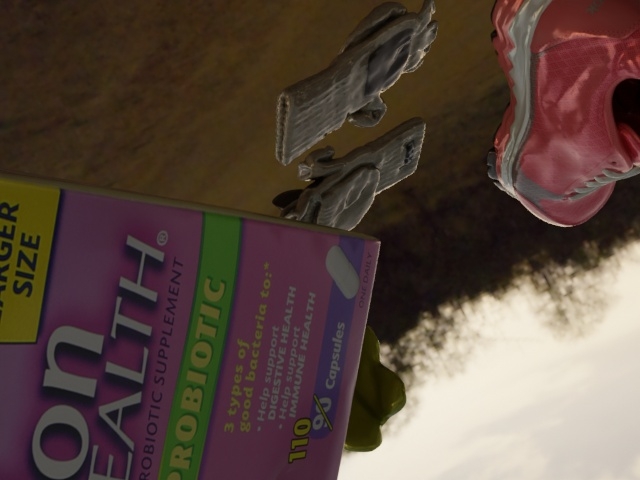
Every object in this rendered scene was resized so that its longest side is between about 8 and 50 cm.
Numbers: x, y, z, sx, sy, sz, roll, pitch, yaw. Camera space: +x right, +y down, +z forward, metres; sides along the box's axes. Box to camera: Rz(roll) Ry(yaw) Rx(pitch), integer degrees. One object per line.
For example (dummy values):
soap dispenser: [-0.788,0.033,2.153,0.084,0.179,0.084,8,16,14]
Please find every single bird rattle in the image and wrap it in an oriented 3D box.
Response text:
bird rattle: [-0.045,0.152,0.856,0.206,0.143,0.253,-69,-168,-17]

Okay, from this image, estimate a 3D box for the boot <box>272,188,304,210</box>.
boot: [0.000,0.000,1.150,0.106,0.114,0.037,18,-129,45]

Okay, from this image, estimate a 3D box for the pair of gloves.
pair of gloves: [0.026,-0.099,0.911,0.204,0.042,0.240,-42,153,-27]

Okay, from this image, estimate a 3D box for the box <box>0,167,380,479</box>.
box: [-0.101,0.083,0.423,0.117,0.213,0.243,11,-179,36]

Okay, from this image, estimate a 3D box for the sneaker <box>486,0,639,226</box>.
sneaker: [0.210,-0.082,0.780,0.116,0.136,0.314,-37,148,-8]
